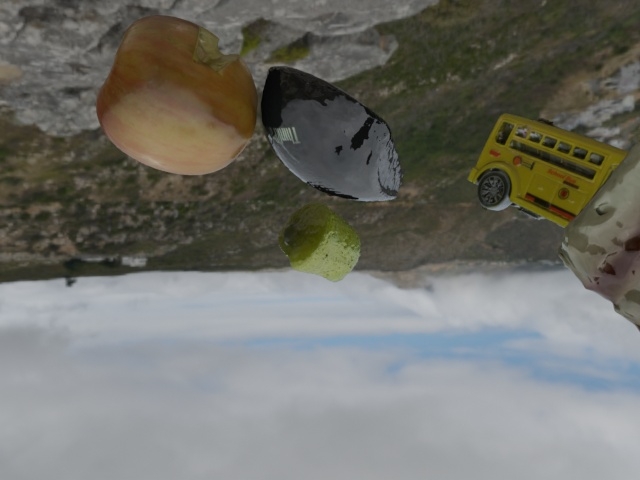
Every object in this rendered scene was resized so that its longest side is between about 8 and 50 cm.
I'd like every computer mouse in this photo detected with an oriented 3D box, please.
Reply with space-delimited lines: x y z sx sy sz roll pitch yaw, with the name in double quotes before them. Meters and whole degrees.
"computer mouse" 0.011 -0.113 0.711 0.170 0.100 0.269 33 180 19

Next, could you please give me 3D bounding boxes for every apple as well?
"apple" -0.168 -0.172 0.680 0.199 0.199 0.199 -1 179 0

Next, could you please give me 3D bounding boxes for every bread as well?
"bread" 0.000 0.000 0.955 0.114 0.111 0.129 31 -157 -37

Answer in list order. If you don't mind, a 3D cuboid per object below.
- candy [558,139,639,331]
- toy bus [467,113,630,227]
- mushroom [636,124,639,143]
"candy" 0.309 -0.076 0.358 0.135 0.321 0.179 42 -145 23
"toy bus" 0.372 -0.062 0.755 0.144 0.152 0.330 6 -158 -37
"mushroom" 0.599 -0.143 0.765 0.314 0.356 0.315 -7 162 -2
